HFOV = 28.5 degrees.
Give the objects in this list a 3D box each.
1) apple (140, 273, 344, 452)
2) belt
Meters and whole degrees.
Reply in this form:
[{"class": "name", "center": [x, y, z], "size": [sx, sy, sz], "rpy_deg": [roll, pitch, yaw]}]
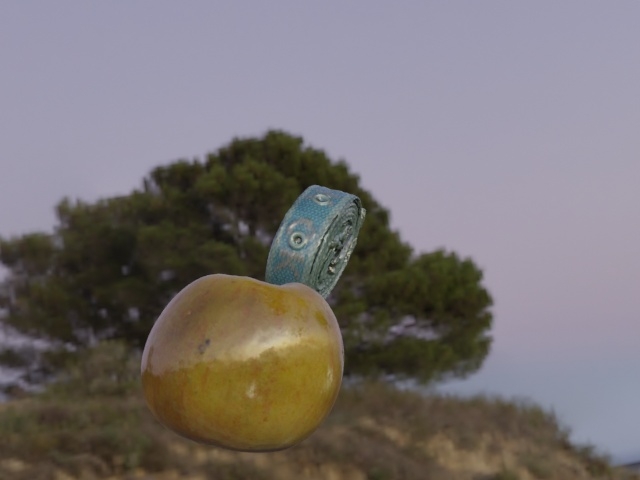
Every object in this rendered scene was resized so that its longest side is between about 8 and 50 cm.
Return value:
[{"class": "apple", "center": [-0.069, 0.106, 1.134], "size": [0.182, 0.155, 0.182], "rpy_deg": [9, 6, -1]}, {"class": "belt", "center": [-0.004, 0.007, 1.635], "size": [0.082, 0.163, 0.147], "rpy_deg": [18, -11, 16]}]
